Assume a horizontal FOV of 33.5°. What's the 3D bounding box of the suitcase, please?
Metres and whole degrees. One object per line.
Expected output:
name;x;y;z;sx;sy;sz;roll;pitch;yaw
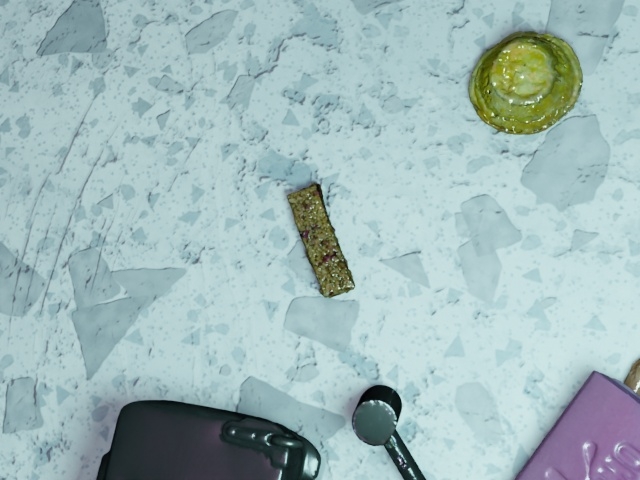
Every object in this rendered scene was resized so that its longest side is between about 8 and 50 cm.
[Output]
suitcase;-0.192;0.431;1.642;0.339;0.188;0.345;8;80;13

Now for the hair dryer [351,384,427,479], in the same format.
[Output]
hair dryer;0.137;0.342;1.651;0.070;0.114;0.248;-33;91;10

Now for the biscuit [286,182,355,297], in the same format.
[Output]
biscuit;0.000;0.000;1.784;0.064;0.034;0.199;-22;72;7

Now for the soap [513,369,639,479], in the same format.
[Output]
soap;0.404;0.341;1.542;0.181;0.081;0.259;39;98;33

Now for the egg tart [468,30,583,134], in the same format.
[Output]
egg tart;0.336;-0.265;1.752;0.191;0.074;0.191;-3;78;13

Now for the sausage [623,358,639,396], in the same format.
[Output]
sausage;0.467;0.253;1.609;0.043;0.043;0.186;23;82;17
